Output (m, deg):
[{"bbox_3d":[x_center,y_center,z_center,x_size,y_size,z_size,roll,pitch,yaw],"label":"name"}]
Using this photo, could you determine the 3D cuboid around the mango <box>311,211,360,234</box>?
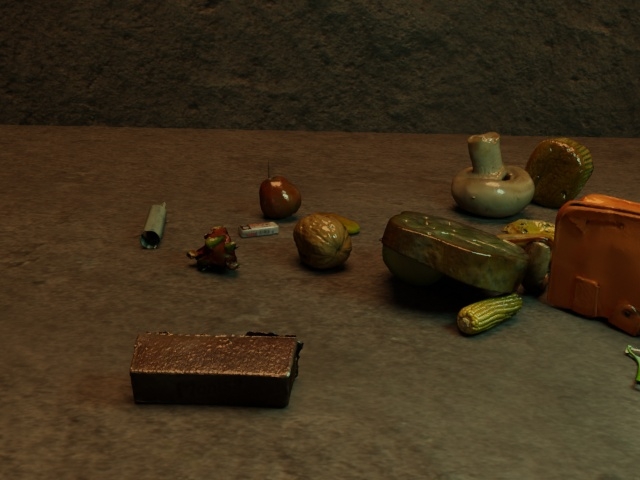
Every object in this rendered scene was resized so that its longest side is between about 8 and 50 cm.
[{"bbox_3d":[0.039,-0.050,2.120,0.188,0.066,0.101,8,20,-6],"label":"mango"}]

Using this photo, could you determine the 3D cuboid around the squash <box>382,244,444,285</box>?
[{"bbox_3d":[0.258,0.079,1.785,0.192,0.085,0.184,25,2,21],"label":"squash"}]

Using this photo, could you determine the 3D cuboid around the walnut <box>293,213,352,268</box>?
[{"bbox_3d":[0.000,0.000,1.858,0.155,0.155,0.184,-10,24,-29],"label":"walnut"}]

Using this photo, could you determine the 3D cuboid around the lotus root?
[{"bbox_3d":[0.322,0.017,1.656,0.375,0.111,0.390,7,16,-29],"label":"lotus root"}]

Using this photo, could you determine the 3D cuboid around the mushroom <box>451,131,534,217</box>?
[{"bbox_3d":[0.611,-0.234,2.323,0.293,0.290,0.292,-3,21,1],"label":"mushroom"}]

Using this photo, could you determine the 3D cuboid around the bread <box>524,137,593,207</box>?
[{"bbox_3d":[0.873,-0.254,2.448,0.227,0.253,0.142,38,30,22],"label":"bread"}]

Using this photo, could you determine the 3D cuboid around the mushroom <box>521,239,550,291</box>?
[{"bbox_3d":[0.549,0.076,1.688,0.072,0.094,0.210,4,-20,19],"label":"mushroom"}]

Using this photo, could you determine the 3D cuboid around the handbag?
[{"bbox_3d":[0.733,0.071,1.499,0.116,0.303,0.410,-18,26,-39],"label":"handbag"}]

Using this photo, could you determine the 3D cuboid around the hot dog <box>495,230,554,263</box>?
[{"bbox_3d":[0.523,0.030,1.819,0.250,0.104,0.076,-9,12,32],"label":"hot dog"}]

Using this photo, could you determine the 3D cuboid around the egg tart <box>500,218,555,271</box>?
[{"bbox_3d":[0.666,0.020,1.919,0.291,0.107,0.291,5,17,-1],"label":"egg tart"}]

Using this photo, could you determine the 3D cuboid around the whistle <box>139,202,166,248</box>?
[{"bbox_3d":[-0.525,-0.055,2.088,0.062,0.062,0.312,-1,21,-8],"label":"whistle"}]

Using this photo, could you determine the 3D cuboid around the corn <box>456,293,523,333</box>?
[{"bbox_3d":[0.400,0.168,1.545,0.203,0.072,0.072,-14,25,-37],"label":"corn"}]

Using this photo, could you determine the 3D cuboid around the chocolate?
[{"bbox_3d":[-0.194,0.246,1.244,0.321,0.112,0.112,2,28,-1],"label":"chocolate"}]

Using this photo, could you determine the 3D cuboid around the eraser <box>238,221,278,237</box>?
[{"bbox_3d":[-0.199,-0.035,2.100,0.122,0.029,0.052,-7,22,-22],"label":"eraser"}]

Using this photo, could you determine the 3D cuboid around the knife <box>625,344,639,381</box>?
[{"bbox_3d":[0.674,0.264,1.367,0.078,0.022,0.166,4,18,25],"label":"knife"}]

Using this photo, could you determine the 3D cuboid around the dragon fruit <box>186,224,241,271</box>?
[{"bbox_3d":[-0.283,0.034,1.810,0.175,0.138,0.142,-24,-25,13],"label":"dragon fruit"}]

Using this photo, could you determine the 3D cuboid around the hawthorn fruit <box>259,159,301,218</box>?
[{"bbox_3d":[-0.157,-0.155,2.243,0.189,0.149,0.149,44,22,-6],"label":"hawthorn fruit"}]
